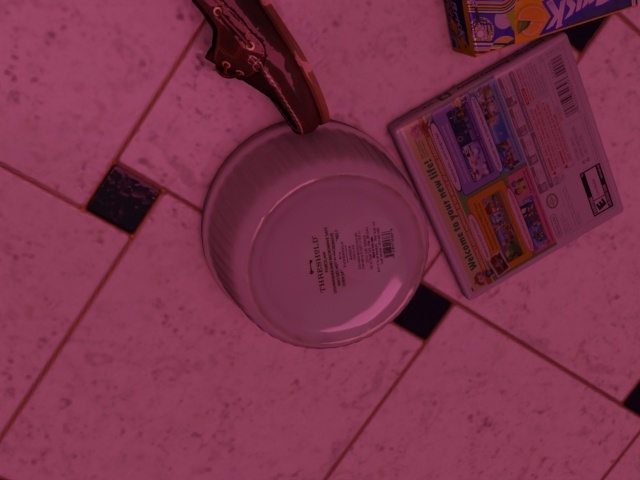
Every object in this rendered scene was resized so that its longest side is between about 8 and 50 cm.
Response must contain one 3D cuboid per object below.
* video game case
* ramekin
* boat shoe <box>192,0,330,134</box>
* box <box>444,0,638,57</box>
[{"bbox_3d":[0.191,-0.070,0.893,0.193,0.023,0.212,-30,117,-4],"label":"video game case"},{"bbox_3d":[0.000,0.000,0.814,0.207,0.109,0.207,-6,112,-15],"label":"ramekin"},{"bbox_3d":[-0.068,-0.173,0.746,0.073,0.073,0.207,-35,108,-12],"label":"boat shoe"},{"bbox_3d":[0.203,-0.222,0.820,0.168,0.054,0.059,-19,115,-10],"label":"box"}]
